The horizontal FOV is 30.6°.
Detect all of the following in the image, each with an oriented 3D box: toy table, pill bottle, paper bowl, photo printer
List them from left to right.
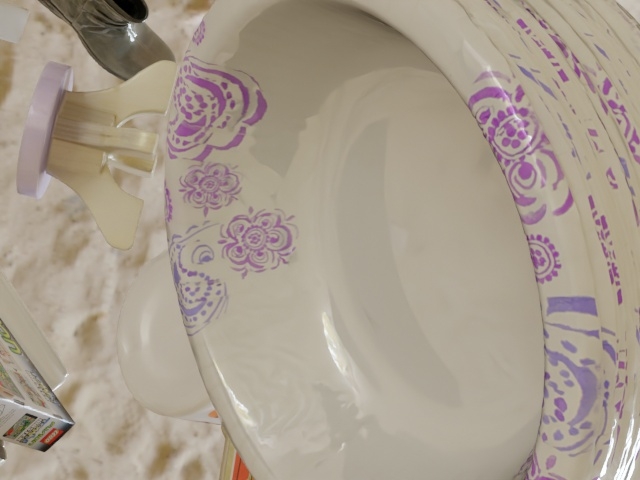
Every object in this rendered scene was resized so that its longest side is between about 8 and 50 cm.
[{"bbox_3d":[-0.572,0.136,1.956,0.107,0.256,0.307,-37,101,-33],"label":"photo printer"},{"bbox_3d":[-0.290,-0.127,1.511,0.274,0.161,0.252,-127,-128,-80],"label":"toy table"},{"bbox_3d":[-0.065,0.148,1.597,0.392,0.224,0.224,20,83,-51],"label":"pill bottle"},{"bbox_3d":[0.058,0.005,0.535,0.148,0.284,0.284,-16,114,-36],"label":"paper bowl"}]

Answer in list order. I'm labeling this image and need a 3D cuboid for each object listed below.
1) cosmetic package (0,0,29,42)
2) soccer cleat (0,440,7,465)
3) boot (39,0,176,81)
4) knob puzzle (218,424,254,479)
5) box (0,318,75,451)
[{"bbox_3d":[-0.559,-0.368,1.817,0.099,0.239,0.060,9,103,-46],"label":"cosmetic package"},{"bbox_3d":[-0.325,0.211,1.053,0.068,0.076,0.196,-140,-118,-85],"label":"soccer cleat"},{"bbox_3d":[-0.267,-0.288,1.542,0.246,0.161,0.083,39,75,-30],"label":"boot"},{"bbox_3d":[-0.019,0.225,1.181,0.213,0.030,0.213,30,43,-32],"label":"knob puzzle"},{"bbox_3d":[-0.285,0.072,0.923,0.036,0.207,0.114,-43,153,0],"label":"box"}]
